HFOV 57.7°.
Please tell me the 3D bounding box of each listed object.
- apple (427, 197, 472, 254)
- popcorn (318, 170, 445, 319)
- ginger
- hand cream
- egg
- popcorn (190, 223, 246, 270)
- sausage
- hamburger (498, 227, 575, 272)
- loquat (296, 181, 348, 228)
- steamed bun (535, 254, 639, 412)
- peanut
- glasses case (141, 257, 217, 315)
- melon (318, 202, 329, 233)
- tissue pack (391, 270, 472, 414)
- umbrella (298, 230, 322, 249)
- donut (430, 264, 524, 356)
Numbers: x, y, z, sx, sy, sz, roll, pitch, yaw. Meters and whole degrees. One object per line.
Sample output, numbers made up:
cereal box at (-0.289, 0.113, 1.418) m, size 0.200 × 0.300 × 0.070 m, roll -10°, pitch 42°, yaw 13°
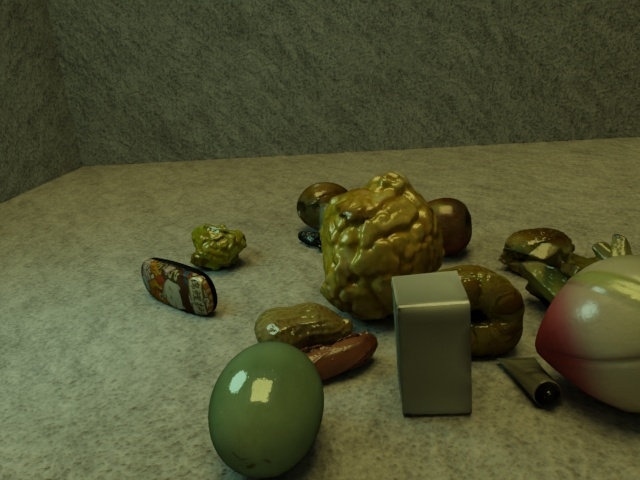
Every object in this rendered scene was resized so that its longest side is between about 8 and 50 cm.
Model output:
apple at (0.395, -0.045, 1.881) m, size 0.173 × 0.188 × 0.188 m, roll -3°, pitch 19°, yaw 24°
popcorn at (0.166, 0.017, 1.540) m, size 0.353 × 0.344 × 0.390 m, roll 12°, pitch 48°, yaw -18°
ginger at (0.698, 0.105, 1.377) m, size 0.412 × 0.212 × 0.358 m, roll 0°, pitch 22°, yaw 11°
hand cream at (0.433, 0.279, 1.190) m, size 0.087 × 0.054 × 0.186 m, roll -1°, pitch 13°, yaw -3°
egg at (-0.095, 0.295, 1.040) m, size 0.202 × 0.203 × 0.283 m, roll -3°, pitch 24°, yaw 7°
popcorn at (-0.345, 0.022, 1.944) m, size 0.197 × 0.156 × 0.197 m, roll 2°, pitch 1°, yaw 0°
sausage at (-0.019, 0.270, 1.274) m, size 0.326 × 0.079 × 0.087 m, roll -11°, pitch 36°, yaw -14°
hamburger at (0.654, 0.024, 1.729) m, size 0.215 × 0.122 × 0.189 m, roll -16°, pitch 20°, yaw -33°
loquat at (0.022, -0.135, 2.232) m, size 0.227 × 0.180 × 0.179 m, roll -11°, pitch 20°, yaw -29°
steamed bun at (0.559, 0.181, 1.108) m, size 0.309 × 0.310 × 0.309 m, roll -4°, pitch 20°, yaw 2°
peanut at (-0.040, 0.210, 1.387) m, size 0.232 × 0.110 × 0.196 m, roll -9°, pitch 8°, yaw -14°
glasses case at (-0.415, 0.130, 1.689) m, size 0.320 × 0.122 × 0.082 m, roll 12°, pitch 25°, yaw 39°
melon at (0.043, -0.039, 2.085) m, size 0.139 × 0.202 × 0.093 m, roll -33°, pitch 28°, yaw 28°
tissue pack at (0.218, 0.203, 1.158) m, size 0.135 × 0.246 × 0.159 m, roll -5°, pitch 21°, yaw 5°
umbrella at (-0.002, 0.000, 2.041) m, size 0.224 × 0.080 × 0.071 m, roll 12°, pitch 60°, yaw 47°
donut at (0.327, 0.157, 1.317) m, size 0.261 × 0.209 × 0.128 m, roll 0°, pitch 19°, yaw 0°
